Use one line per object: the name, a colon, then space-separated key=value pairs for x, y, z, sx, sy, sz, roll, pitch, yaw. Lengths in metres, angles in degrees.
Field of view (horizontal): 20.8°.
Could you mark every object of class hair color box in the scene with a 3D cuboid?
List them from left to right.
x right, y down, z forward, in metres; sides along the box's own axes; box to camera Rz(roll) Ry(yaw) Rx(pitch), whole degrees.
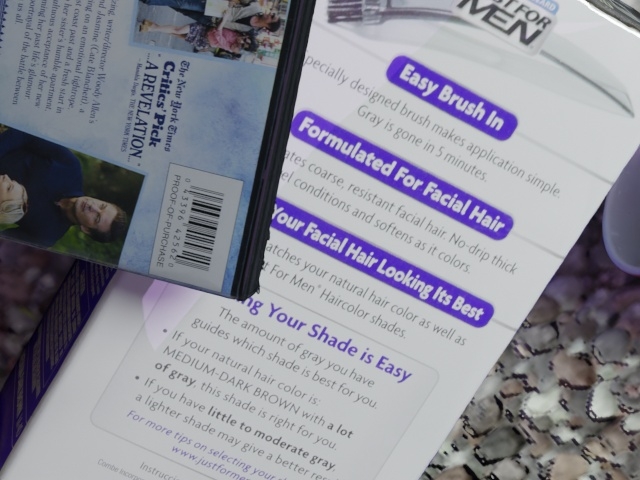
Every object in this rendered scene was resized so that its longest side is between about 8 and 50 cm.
hair color box: x=0.000 y=0.000 z=0.839 sx=0.185 sy=0.110 sz=0.339 roll=27 pitch=107 yaw=-17

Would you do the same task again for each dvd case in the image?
dvd case: x=-0.131 y=-0.090 z=0.758 sx=0.253 sy=0.022 sz=0.180 roll=14 pitch=102 yaw=11

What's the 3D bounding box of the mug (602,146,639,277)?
mug: x=0.253 y=-0.014 z=0.876 sx=0.169 sy=0.113 sz=0.150 roll=27 pitch=107 yaw=-22
